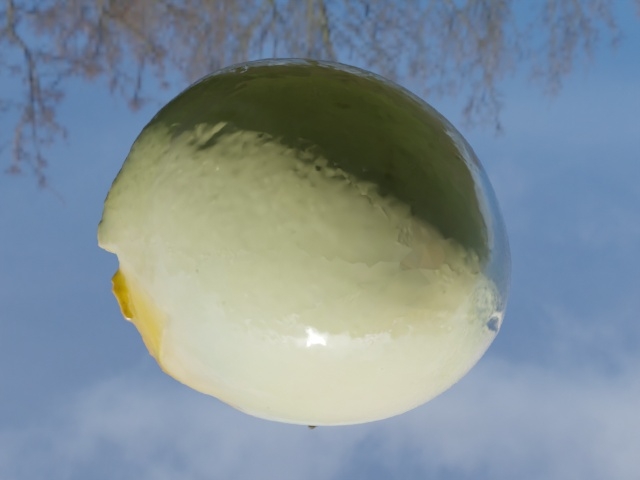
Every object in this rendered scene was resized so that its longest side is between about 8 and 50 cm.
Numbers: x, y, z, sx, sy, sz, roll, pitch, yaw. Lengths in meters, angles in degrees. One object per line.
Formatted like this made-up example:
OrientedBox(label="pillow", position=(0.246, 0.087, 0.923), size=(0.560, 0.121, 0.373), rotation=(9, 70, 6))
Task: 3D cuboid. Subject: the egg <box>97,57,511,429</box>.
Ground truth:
OrientedBox(label="egg", position=(0.003, -0.004, 0.881), size=(0.286, 0.174, 0.264), rotation=(27, -97, -8))
